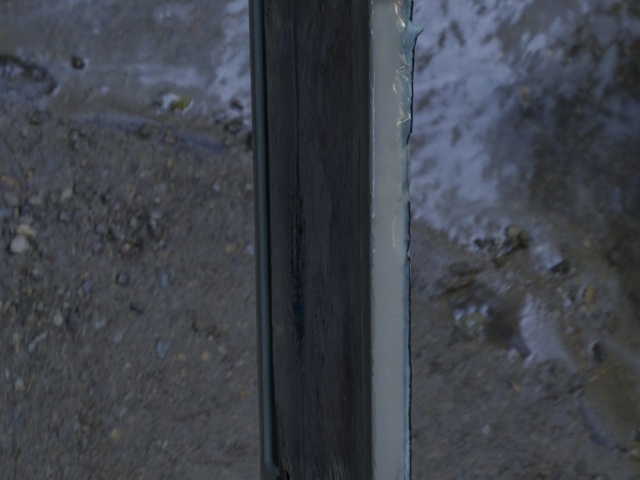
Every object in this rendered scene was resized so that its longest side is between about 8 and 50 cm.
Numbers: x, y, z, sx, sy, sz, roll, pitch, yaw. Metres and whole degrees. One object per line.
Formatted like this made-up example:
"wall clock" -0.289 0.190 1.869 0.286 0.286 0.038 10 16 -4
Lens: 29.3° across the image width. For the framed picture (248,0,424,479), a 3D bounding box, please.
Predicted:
"framed picture" 0.000 0.000 0.569 0.024 0.232 0.315 -2 97 -14
